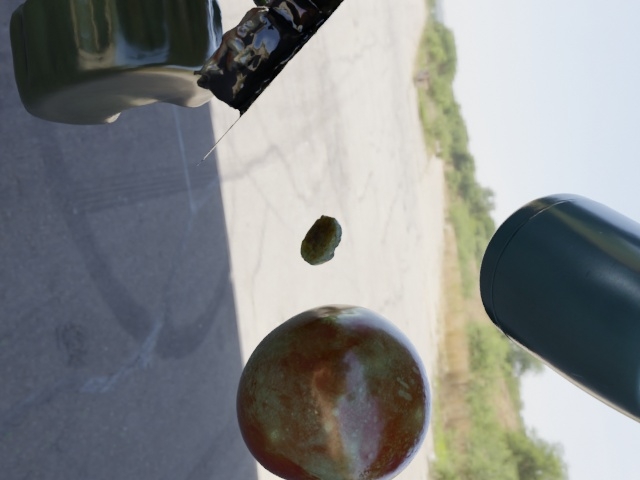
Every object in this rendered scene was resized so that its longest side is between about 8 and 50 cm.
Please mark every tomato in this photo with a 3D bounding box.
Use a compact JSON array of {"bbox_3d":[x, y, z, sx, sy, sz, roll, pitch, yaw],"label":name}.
[{"bbox_3d":[0.018,0.204,1.219,0.270,0.270,0.223,-81,173,-63],"label":"tomato"}]

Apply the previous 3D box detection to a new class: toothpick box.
[{"bbox_3d":[0.198,0.047,0.592,0.184,0.120,0.120,-135,-150,-62],"label":"toothpick box"}]

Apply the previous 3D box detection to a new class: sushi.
[{"bbox_3d":[-0.002,-0.228,0.786,0.059,0.292,0.294,42,31,-9],"label":"sushi"}]

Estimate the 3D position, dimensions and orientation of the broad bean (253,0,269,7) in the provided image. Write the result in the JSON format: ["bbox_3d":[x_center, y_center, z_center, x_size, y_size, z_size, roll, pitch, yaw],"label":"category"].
[{"bbox_3d":[-0.110,-0.418,1.490,0.227,0.069,0.039,48,56,-53],"label":"broad bean"}]

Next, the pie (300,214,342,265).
[{"bbox_3d":[0.000,0.000,1.374,0.020,0.084,0.084,28,48,-40],"label":"pie"}]

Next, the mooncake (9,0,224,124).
[{"bbox_3d":[-0.328,-0.311,1.428,0.351,0.351,0.187,16,66,-81],"label":"mooncake"}]
